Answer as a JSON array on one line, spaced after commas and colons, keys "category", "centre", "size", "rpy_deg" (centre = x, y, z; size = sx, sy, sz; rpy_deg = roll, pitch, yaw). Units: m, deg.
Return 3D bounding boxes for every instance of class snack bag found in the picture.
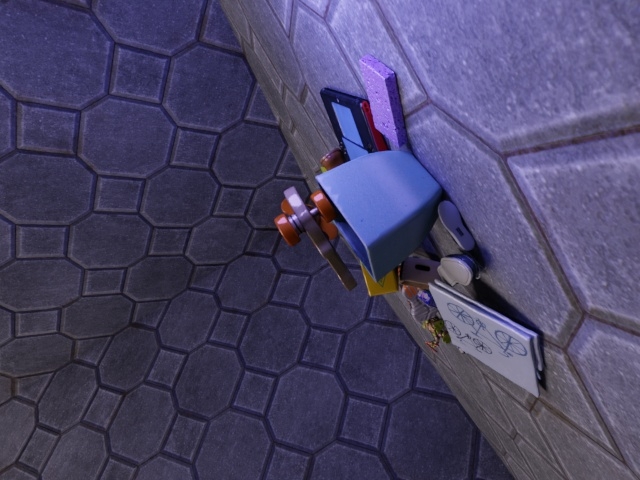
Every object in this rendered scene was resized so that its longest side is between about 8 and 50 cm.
[{"category": "snack bag", "centre": [0.475, 0.280, 1.181], "size": [0.323, 0.037, 0.343], "rpy_deg": [30, 158, 48]}]

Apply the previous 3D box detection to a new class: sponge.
[{"category": "sponge", "centre": [0.154, -0.333, 1.011], "size": [0.117, 0.031, 0.210], "rpy_deg": [56, 177, 39]}]

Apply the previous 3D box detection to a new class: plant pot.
[{"category": "plant pot", "centre": [0.174, -0.086, 1.097], "size": [0.248, 0.252, 0.247], "rpy_deg": [57, 176, 27]}]

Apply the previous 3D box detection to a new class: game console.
[{"category": "game console", "centre": [0.124, -0.324, 1.378], "size": [0.342, 0.060, 0.386], "rpy_deg": [59, 176, -31]}]

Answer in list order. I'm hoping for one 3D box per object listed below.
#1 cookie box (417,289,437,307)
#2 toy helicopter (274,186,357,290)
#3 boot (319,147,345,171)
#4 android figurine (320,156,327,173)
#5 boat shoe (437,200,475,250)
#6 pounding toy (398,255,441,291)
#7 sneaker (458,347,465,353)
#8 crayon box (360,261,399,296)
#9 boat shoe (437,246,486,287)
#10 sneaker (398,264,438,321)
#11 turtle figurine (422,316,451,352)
[{"category": "cookie box", "centre": [0.433, 0.223, 1.569], "size": [0.107, 0.040, 0.092], "rpy_deg": [20, -170, -19]}, {"category": "toy helicopter", "centre": [0.000, 0.000, 1.158], "size": [0.355, 0.140, 0.235], "rpy_deg": [56, 180, -29]}, {"category": "boot", "centre": [0.101, -0.269, 1.830], "size": [0.220, 0.108, 0.283], "rpy_deg": [59, 180, 13]}, {"category": "android figurine", "centre": [0.077, -0.327, 2.196], "size": [0.248, 0.056, 0.273], "rpy_deg": [58, 177, -14]}, {"category": "boat shoe", "centre": [0.330, -0.035, 1.033], "size": [0.142, 0.049, 0.040], "rpy_deg": [56, 178, -8]}, {"category": "pounding toy", "centre": [0.372, 0.122, 1.472], "size": [0.206, 0.180, 0.094], "rpy_deg": [68, -148, -77]}, {"category": "sneaker", "centre": [0.525, 0.353, 1.540], "size": [0.106, 0.078, 0.234], "rpy_deg": [54, 178, 24]}, {"category": "crayon box", "centre": [0.192, -0.008, 1.466], "size": [0.363, 0.105, 0.314], "rpy_deg": [-45, -61, -75]}, {"category": "boat shoe", "centre": [0.375, 0.072, 1.103], "size": [0.095, 0.079, 0.254], "rpy_deg": [55, 179, 18]}, {"category": "sneaker", "centre": [0.412, 0.211, 1.817], "size": [0.180, 0.124, 0.321], "rpy_deg": [-107, -10, -47]}, {"category": "turtle figurine", "centre": [0.538, 0.418, 1.954], "size": [0.270, 0.087, 0.217], "rpy_deg": [67, 169, -3]}]
